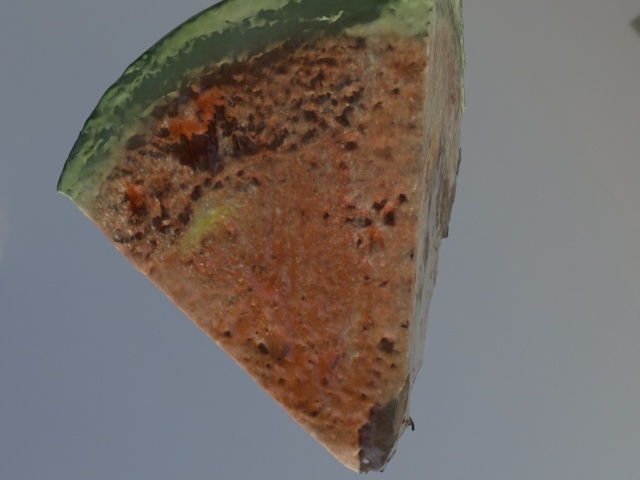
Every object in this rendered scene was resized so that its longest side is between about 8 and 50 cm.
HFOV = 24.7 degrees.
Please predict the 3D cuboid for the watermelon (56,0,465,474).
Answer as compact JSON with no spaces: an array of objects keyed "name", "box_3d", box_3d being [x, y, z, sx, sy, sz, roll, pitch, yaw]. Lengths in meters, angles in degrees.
[{"name":"watermelon","box_3d":[-0.017,-0.037,0.894,0.250,0.283,0.292,63,-175,-46]}]
